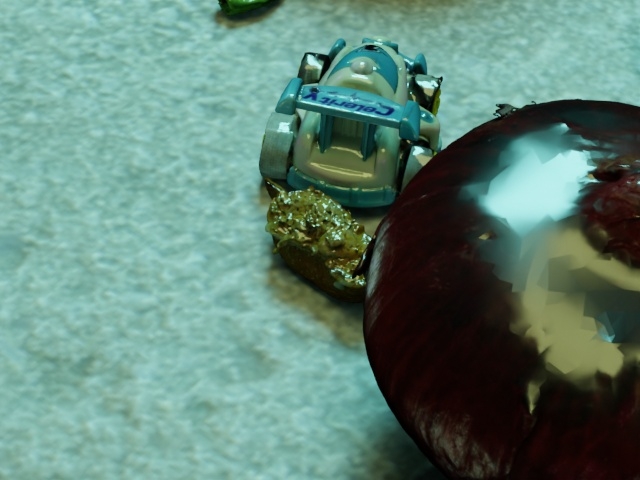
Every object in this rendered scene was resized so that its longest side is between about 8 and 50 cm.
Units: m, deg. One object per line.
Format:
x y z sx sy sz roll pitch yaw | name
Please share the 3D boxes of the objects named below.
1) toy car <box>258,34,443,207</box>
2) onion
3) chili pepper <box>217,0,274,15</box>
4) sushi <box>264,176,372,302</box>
0.033 -0.104 1.354 0.126 0.098 0.161 14 50 6 | toy car
0.175 0.036 1.143 0.314 0.232 0.314 2 49 -2 | onion
-0.046 -0.201 1.486 0.034 0.030 0.091 12 40 42 | chili pepper
0.003 -0.002 1.285 0.118 0.060 0.061 28 57 22 | sushi
